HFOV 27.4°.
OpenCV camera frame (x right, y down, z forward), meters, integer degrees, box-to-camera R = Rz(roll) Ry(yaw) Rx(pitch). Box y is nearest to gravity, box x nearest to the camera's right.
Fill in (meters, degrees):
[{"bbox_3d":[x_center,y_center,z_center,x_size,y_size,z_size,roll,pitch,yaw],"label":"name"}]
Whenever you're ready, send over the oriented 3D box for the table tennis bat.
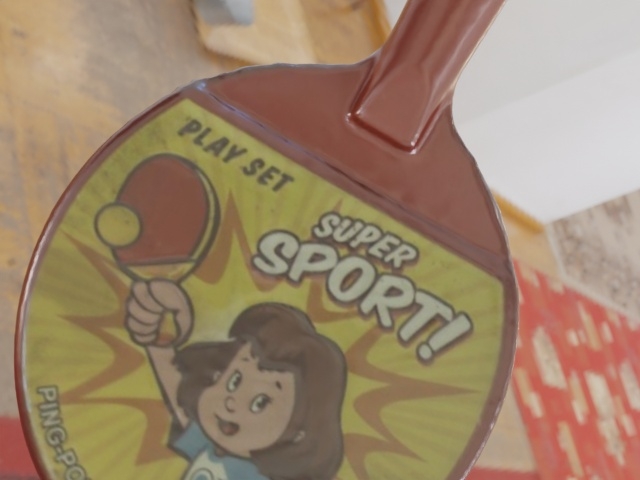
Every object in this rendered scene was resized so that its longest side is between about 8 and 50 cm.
[{"bbox_3d":[0.000,0.000,0.731,0.268,0.415,0.051,30,-12,-2],"label":"table tennis bat"}]
